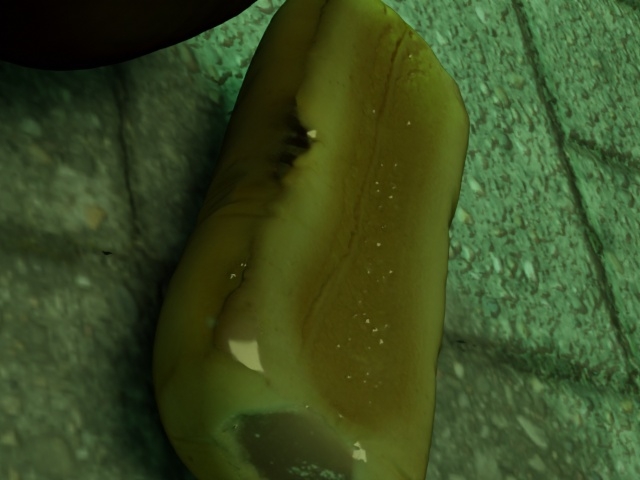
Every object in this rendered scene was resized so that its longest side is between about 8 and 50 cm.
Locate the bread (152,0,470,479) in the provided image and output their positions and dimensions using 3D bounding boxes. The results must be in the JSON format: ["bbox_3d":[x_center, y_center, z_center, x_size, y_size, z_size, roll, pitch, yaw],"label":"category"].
[{"bbox_3d":[0.000,0.000,0.718,0.142,0.091,0.305,45,36,-26],"label":"bread"}]

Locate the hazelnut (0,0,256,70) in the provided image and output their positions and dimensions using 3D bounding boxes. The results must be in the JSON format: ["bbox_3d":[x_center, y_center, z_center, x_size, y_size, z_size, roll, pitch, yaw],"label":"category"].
[{"bbox_3d":[-0.091,-0.179,0.660,0.229,0.229,0.229,29,43,-31],"label":"hazelnut"}]
